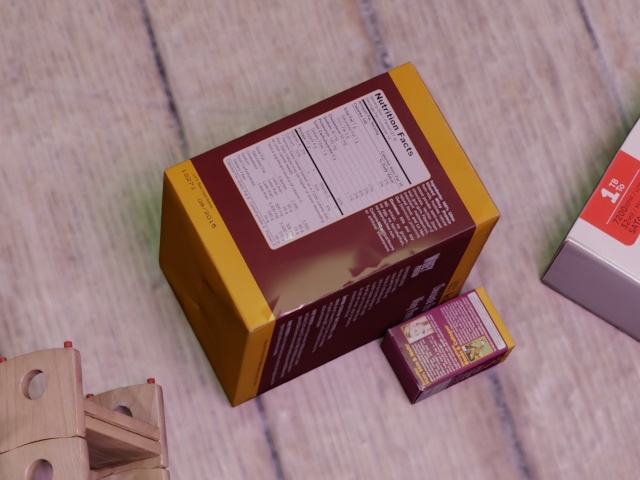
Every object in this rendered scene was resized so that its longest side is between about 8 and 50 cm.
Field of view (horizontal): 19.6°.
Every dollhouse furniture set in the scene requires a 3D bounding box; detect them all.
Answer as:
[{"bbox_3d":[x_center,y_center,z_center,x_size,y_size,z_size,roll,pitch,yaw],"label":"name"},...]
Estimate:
[{"bbox_3d":[-0.216,0.163,1.296,0.183,0.129,0.129,-14,68,20],"label":"dollhouse furniture set"}]

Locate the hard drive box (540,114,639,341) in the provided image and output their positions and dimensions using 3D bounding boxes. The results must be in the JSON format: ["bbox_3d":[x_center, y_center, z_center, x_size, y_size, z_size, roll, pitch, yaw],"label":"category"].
[{"bbox_3d":[0.316,0.008,1.415,0.232,0.089,0.181,31,68,6],"label":"hard drive box"}]

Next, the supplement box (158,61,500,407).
[{"bbox_3d":[0.000,0.000,1.326,0.194,0.191,0.129,-25,74,-14],"label":"supplement box"}]

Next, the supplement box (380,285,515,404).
[{"bbox_3d":[0.095,0.079,1.386,0.083,0.043,0.055,-23,74,-15],"label":"supplement box"}]
